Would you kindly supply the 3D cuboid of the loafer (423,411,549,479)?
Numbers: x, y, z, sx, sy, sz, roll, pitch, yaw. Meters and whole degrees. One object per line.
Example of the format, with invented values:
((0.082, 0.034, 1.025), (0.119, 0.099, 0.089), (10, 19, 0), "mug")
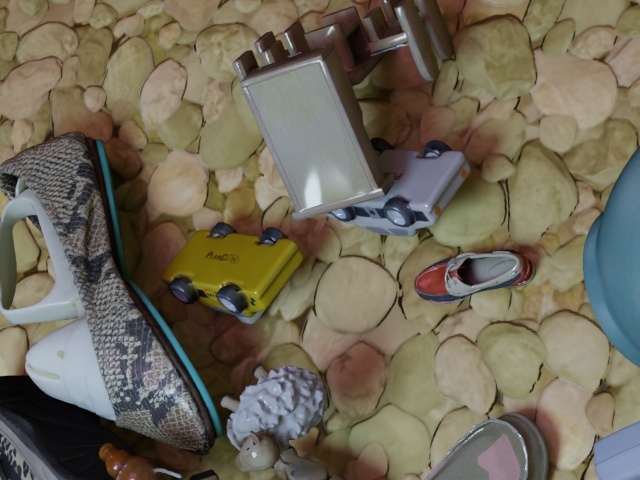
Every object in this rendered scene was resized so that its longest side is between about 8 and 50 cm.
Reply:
((0.128, 0.287, 1.467), (0.102, 0.092, 0.268), (40, 98, 31), "loafer")

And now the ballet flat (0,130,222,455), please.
((-0.271, 0.072, 1.668), (0.182, 0.164, 0.483), (-18, 53, -13), "ballet flat")

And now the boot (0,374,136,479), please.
((-0.309, 0.327, 1.658), (0.377, 0.138, 0.284), (28, 113, 56), "boot")

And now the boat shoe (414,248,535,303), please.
((0.157, 0.036, 1.543), (0.137, 0.043, 0.049), (-9, 75, 28), "boat shoe")

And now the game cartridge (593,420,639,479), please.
((0.392, 0.173, 1.226), (0.294, 0.196, 0.060), (-23, 50, 31), "game cartridge")

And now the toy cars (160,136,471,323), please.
((0.000, 0.000, 1.612), (0.393, 0.087, 0.176), (-27, 33, 19), "toy cars")

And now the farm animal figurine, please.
((-0.083, 0.332, 1.471), (0.326, 0.330, 0.172), (-32, 32, -21), "farm animal figurine")

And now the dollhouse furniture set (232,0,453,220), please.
((0.025, -0.152, 1.590), (0.212, 0.242, 0.161), (-15, 109, 25), "dollhouse furniture set")

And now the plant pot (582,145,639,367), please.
((0.364, 0.017, 1.319), (0.196, 0.293, 0.293), (-31, 61, 49), "plant pot")
